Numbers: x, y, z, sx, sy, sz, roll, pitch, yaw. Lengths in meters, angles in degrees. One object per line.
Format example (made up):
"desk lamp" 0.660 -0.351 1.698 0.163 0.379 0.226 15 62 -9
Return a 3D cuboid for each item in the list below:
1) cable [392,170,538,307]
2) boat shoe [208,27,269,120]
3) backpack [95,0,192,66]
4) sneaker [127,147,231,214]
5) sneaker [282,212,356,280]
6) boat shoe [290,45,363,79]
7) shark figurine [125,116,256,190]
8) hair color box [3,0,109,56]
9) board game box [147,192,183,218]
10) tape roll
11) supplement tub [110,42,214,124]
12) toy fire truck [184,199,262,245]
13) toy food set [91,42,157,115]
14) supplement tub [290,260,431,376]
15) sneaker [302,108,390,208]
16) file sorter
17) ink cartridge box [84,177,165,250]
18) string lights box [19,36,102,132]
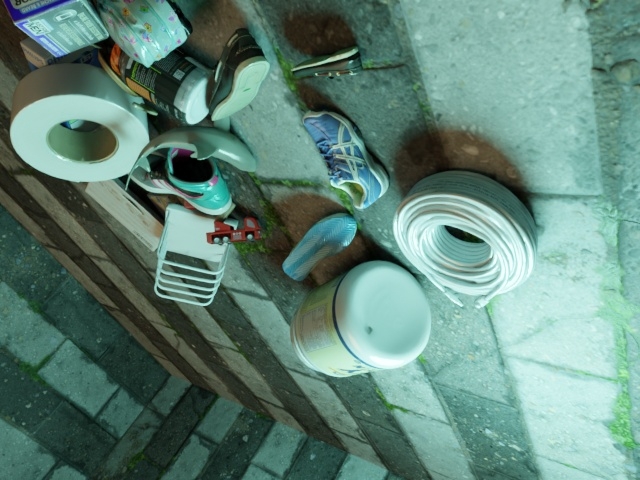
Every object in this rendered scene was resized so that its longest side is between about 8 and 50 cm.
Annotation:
"cable" 0.256 -0.007 0.918 0.257 0.089 0.257 40 148 -5
"boat shoe" -0.163 -0.298 0.960 0.079 0.084 0.233 60 151 2
"backpack" -0.295 -0.365 0.860 0.182 0.115 0.152 39 174 44
"sneaker" -0.360 -0.177 1.252 0.295 0.124 0.178 22 152 8
"sneaker" 0.000 0.000 1.188 0.087 0.092 0.228 44 129 -10
"boat shoe" 0.008 -0.277 0.831 0.132 0.049 0.042 2 128 37
"shark figurine" -0.276 -0.188 1.076 0.277 0.116 0.166 -6 133 -8
"hair color box" -0.466 -0.482 0.791 0.339 0.110 0.185 65 174 -8
"board game box" -0.444 -0.084 1.561 0.103 0.026 0.154 7 139 39
"tape roll" -0.537 -0.256 1.166 0.285 0.100 0.286 -12 152 -6
"supplement tub" -0.304 -0.323 1.011 0.190 0.117 0.117 33 149 5
"toy fire truck" -0.251 -0.057 1.343 0.191 0.136 0.047 -6 175 3
"toy food set" -0.414 -0.359 1.094 0.192 0.038 0.132 52 -173 -4
"supplement tub" 0.079 0.197 1.226 0.235 0.235 0.325 41 149 -8
"sneaker" 0.042 -0.149 0.941 0.211 0.081 0.080 46 149 -14
"file sorter" -0.365 0.051 1.469 0.192 0.173 0.278 14 151 -12
"ink cartridge box" -0.593 -0.110 1.631 0.296 0.066 0.261 45 149 -14
"string lights box" -0.576 -0.366 1.201 0.076 0.133 0.260 35 149 12
